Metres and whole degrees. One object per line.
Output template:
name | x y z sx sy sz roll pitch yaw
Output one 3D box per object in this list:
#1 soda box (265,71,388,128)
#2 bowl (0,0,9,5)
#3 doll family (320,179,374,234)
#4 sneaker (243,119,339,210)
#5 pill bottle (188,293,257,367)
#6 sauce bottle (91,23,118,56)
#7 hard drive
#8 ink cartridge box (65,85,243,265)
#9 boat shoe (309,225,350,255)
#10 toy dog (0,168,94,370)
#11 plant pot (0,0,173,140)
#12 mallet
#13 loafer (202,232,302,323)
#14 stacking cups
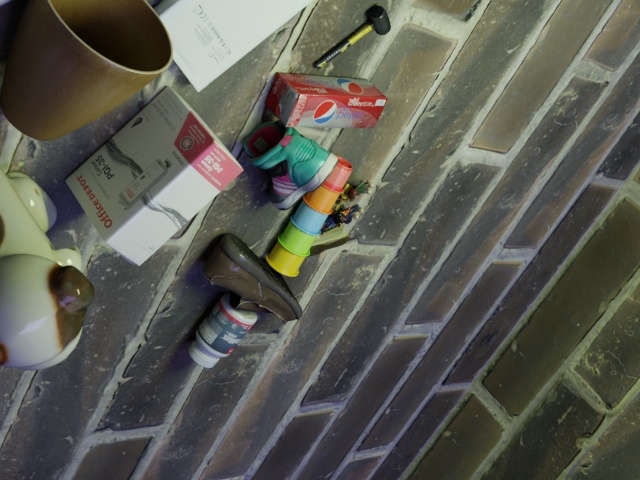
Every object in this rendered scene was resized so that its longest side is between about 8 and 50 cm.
soda box | 0.015 -0.303 1.953 0.263 0.092 0.083 -5 132 -41
bowl | -0.503 -0.432 1.243 0.297 0.134 0.298 -20 135 -21
doll family | 0.055 -0.082 2.255 0.111 0.076 0.193 -27 144 -53
sneaker | -0.094 -0.170 1.980 0.124 0.178 0.295 -57 -168 -24
pill bottle | -0.254 0.234 2.286 0.108 0.108 0.180 17 117 -51
sauce bottle | -0.391 -0.325 1.584 0.042 0.042 0.128 5 127 -47
hard drive | -0.160 -0.439 1.678 0.307 0.040 0.203 -40 146 -2
ink cartridge box | -0.322 -0.123 1.727 0.283 0.207 0.117 -42 145 2
boat shoe | 0.001 -0.001 2.332 0.153 0.048 0.056 -19 153 -19
toy dog | -0.533 0.045 1.535 0.284 0.408 0.395 -25 143 -23
plant pot | -0.410 -0.284 1.472 0.237 0.237 0.254 8 139 -48
mallet | 0.071 -0.424 1.929 0.189 0.039 0.062 -40 149 7
loafer | -0.174 0.111 2.224 0.130 0.134 0.366 -39 136 5
stacking cups | -0.017 -0.060 2.201 0.096 0.096 0.316 9 121 -49
